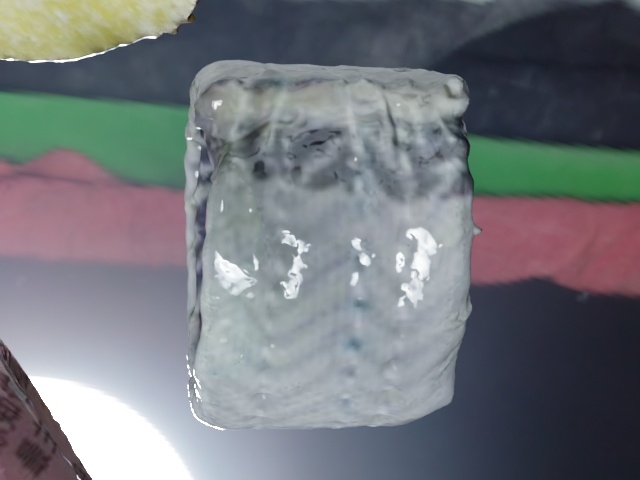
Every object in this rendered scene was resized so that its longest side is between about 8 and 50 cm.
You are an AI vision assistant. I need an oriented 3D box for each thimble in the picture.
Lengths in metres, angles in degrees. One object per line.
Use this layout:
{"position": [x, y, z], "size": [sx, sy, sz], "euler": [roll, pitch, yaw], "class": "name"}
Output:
{"position": [0.000, 0.000, 0.937], "size": [0.157, 0.245, 0.217], "euler": [-1, -120, -7], "class": "thimble"}

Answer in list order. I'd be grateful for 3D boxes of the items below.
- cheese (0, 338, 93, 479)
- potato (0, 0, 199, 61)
{"position": [-0.095, 0.123, 0.539], "size": [0.074, 0.286, 0.189], "euler": [-31, -161, -7], "class": "cheese"}
{"position": [-0.160, -0.191, 0.664], "size": [0.299, 0.239, 0.116], "euler": [0, -123, 38], "class": "potato"}
